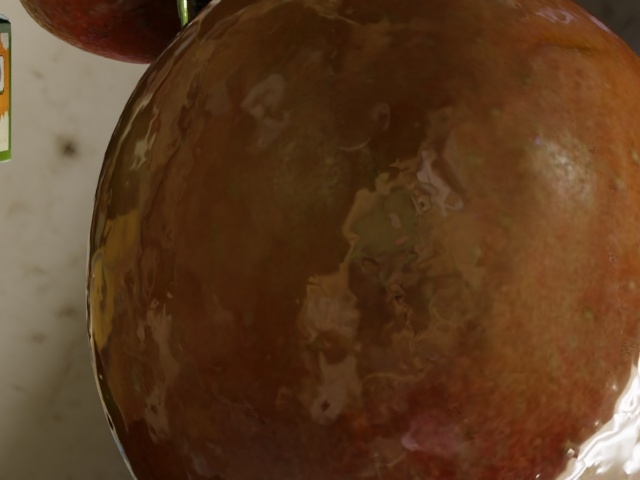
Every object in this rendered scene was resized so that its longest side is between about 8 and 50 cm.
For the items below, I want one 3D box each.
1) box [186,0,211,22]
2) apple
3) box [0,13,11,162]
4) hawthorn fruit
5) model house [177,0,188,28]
[{"bbox_3d":[0.022,-0.145,1.195,0.212,0.201,0.042,9,-134,5],"label":"box"},{"bbox_3d":[0.037,0.011,0.716,0.253,0.253,0.254,-27,-132,34],"label":"apple"},{"bbox_3d":[-0.401,-0.139,1.797,0.194,0.177,0.148,2,-82,12],"label":"box"},{"bbox_3d":[-0.196,-0.277,1.924,0.263,0.231,0.235,-31,-152,28],"label":"hawthorn fruit"},{"bbox_3d":[0.080,-0.168,1.810,0.312,0.242,0.357,25,-133,30],"label":"model house"}]
